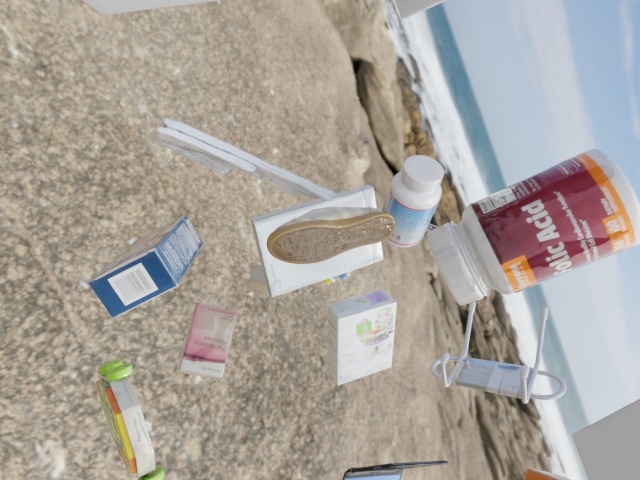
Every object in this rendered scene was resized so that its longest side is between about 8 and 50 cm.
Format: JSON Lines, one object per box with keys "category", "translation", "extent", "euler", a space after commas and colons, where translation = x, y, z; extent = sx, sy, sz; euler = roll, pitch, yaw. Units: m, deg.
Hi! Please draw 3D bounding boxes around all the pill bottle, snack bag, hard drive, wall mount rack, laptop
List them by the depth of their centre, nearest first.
{"category": "pill bottle", "translation": [0.157, -0.067, 0.831], "extent": [0.160, 0.087, 0.087], "euler": [101, -8, -51]}
{"category": "snack bag", "translation": [-0.173, -0.154, 0.981], "extent": [0.343, 0.323, 0.037], "euler": [22, 89, -24]}
{"category": "pill bottle", "translation": [0.453, -0.016, 1.050], "extent": [0.224, 0.392, 0.224], "euler": [53, 21, -30]}
{"category": "laptop", "translation": [0.185, 0.685, 1.301], "extent": [0.234, 0.264, 0.136], "euler": [16, 56, -36]}
{"category": "wall mount rack", "translation": [0.481, 0.298, 1.306], "extent": [0.304, 0.350, 0.130], "euler": [-37, 121, -49]}
{"category": "hard drive", "translation": [0.000, 0.000, 1.348], "extent": [0.047, 0.353, 0.232], "euler": [-139, -145, -62]}

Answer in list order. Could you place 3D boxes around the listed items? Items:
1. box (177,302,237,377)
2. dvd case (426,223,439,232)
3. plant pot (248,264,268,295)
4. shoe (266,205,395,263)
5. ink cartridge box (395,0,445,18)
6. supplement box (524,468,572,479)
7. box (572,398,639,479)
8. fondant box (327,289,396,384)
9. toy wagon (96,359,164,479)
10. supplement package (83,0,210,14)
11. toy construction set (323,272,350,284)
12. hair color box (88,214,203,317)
{"category": "box", "translation": [-0.397, 0.355, 1.680], "extent": [0.149, 0.127, 0.232], "euler": [16, 67, -15]}
{"category": "dvd case", "translation": [0.362, -0.060, 1.877], "extent": [0.179, 0.239, 0.029], "euler": [176, -65, -78]}
{"category": "plant pot", "translation": [-0.270, 0.172, 2.162], "extent": [0.109, 0.096, 0.109], "euler": [107, -9, -57]}
{"category": "shoe", "translation": [0.014, -0.014, 0.778], "extent": [0.058, 0.219, 0.076], "euler": [-128, -145, -51]}
{"category": "ink cartridge box", "translation": [0.318, -0.530, 0.755], "extent": [0.279, 0.385, 0.160], "euler": [-38, 115, -25]}
{"category": "supplement box", "translation": [0.477, 0.513, 0.958], "extent": [0.233, 0.078, 0.080], "euler": [30, 73, -44]}
{"category": "box", "translation": [0.621, 0.381, 0.740], "extent": [0.346, 0.215, 0.168], "euler": [24, 37, -17]}
{"category": "fondant box", "translation": [0.152, 0.367, 1.807], "extent": [0.096, 0.239, 0.330], "euler": [-130, -147, -52]}
{"category": "toy wagon", "translation": [-0.465, 0.421, 1.136], "extent": [0.068, 0.344, 0.267], "euler": [-17, 92, -33]}
{"category": "supplement package", "translation": [-0.244, -0.465, 0.694], "extent": [0.177, 0.293, 0.175], "euler": [-5, 93, -80]}
{"category": "toy construction set", "translation": [-0.050, 0.030, 1.725], "extent": [0.215, 0.328, 0.151], "euler": [37, 81, -43]}
{"category": "hair color box", "translation": [-0.422, 0.049, 1.212], "extent": [0.105, 0.174, 0.347], "euler": [63, 3, -15]}
